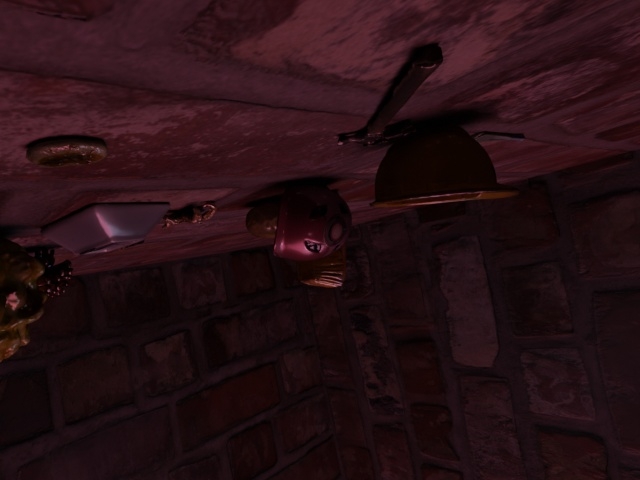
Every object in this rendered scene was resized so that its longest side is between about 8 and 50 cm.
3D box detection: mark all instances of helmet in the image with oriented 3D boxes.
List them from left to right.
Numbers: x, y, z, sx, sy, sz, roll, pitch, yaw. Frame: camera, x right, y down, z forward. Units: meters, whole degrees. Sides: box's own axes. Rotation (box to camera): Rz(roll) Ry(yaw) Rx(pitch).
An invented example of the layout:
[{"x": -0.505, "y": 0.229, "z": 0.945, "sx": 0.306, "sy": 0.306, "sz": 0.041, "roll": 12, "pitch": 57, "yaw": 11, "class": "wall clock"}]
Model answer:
[{"x": -0.005, "y": -0.039, "z": 1.094, "sx": 0.154, "sy": 0.198, "sz": 0.253, "roll": 12, "pitch": -166, "yaw": 10, "class": "helmet"}, {"x": 0.210, "y": -0.135, "z": 0.786, "sx": 0.257, "sy": 0.140, "sz": 0.205, "roll": -6, "pitch": 180, "yaw": 13, "class": "helmet"}]

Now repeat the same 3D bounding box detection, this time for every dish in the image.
[{"x": -0.467, "y": -0.018, "z": 0.965, "sx": 0.243, "sy": 0.080, "sz": 0.182, "roll": -14, "pitch": 176, "yaw": 35, "class": "dish"}]

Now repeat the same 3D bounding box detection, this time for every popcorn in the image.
[{"x": -0.695, "y": 0.125, "z": 0.872, "sx": 0.247, "sy": 0.282, "sz": 0.282, "roll": -2, "pitch": -178, "yaw": 23, "class": "popcorn"}]

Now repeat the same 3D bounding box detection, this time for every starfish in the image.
[{"x": -0.340, "y": -0.052, "z": 1.118, "sx": 0.210, "sy": 0.053, "sz": 0.150, "roll": -11, "pitch": 174, "yaw": 35, "class": "starfish"}]

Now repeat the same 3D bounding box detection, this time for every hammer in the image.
[{"x": 0.097, "y": -0.179, "z": 0.590, "sx": 0.125, "sy": 0.027, "sz": 0.297, "roll": -11, "pitch": 177, "yaw": -5, "class": "hammer"}]

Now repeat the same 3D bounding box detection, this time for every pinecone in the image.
[{"x": -0.799, "y": 0.099, "z": 1.219, "sx": 0.195, "sy": 0.149, "sz": 0.179, "roll": -10, "pitch": 177, "yaw": -40, "class": "pinecone"}]

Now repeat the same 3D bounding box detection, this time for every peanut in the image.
[{"x": -0.141, "y": -0.061, "z": 1.243, "sx": 0.159, "sy": 0.109, "sz": 0.140, "roll": 1, "pitch": 173, "yaw": 26, "class": "peanut"}]

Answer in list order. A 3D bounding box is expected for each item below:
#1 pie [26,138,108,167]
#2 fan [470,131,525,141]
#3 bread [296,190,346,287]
[{"x": -0.296, "y": -0.103, "z": 0.519, "sx": 0.085, "sy": 0.017, "sz": 0.085, "roll": -12, "pitch": 178, "yaw": 0, "class": "pie"}, {"x": 0.403, "y": -0.230, "z": 0.980, "sx": 0.193, "sy": 0.016, "sz": 0.038, "roll": -10, "pitch": 175, "yaw": -35, "class": "fan"}, {"x": 0.000, "y": 0.000, "z": 1.321, "sx": 0.119, "sy": 0.288, "sz": 0.152, "roll": 0, "pitch": 171, "yaw": -28, "class": "bread"}]
